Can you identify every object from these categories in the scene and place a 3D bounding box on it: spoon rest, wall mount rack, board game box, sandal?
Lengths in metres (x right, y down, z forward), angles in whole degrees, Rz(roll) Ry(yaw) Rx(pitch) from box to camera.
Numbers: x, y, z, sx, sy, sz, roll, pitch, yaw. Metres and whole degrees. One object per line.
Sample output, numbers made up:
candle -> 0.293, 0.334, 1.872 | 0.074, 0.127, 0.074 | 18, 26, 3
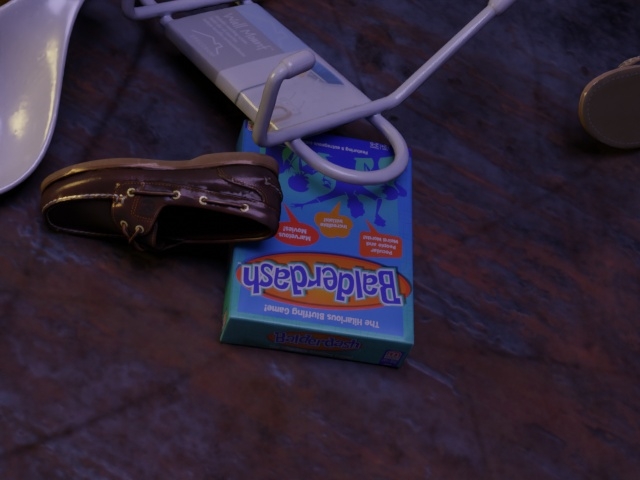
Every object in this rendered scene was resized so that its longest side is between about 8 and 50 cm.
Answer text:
spoon rest -> -0.265, -0.156, 1.121 | 0.137, 0.084, 0.276 | 33, 63, -7
wall mount rack -> -0.001, -0.213, 1.207 | 0.304, 0.130, 0.350 | -22, 55, -38
board game box -> 0.000, 0.000, 1.140 | 0.160, 0.047, 0.210 | 9, 56, -11
sandal -> 0.337, -0.152, 1.340 | 0.240, 0.088, 0.079 | -8, 28, -29

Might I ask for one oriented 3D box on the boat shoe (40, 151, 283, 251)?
boat shoe -> -0.135, -0.027, 1.078 | 0.207, 0.073, 0.073 | -6, 61, 8

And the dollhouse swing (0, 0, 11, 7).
dollhouse swing -> -0.301, -0.443, 1.216 | 0.305, 0.315, 0.347 | 27, 53, 16
